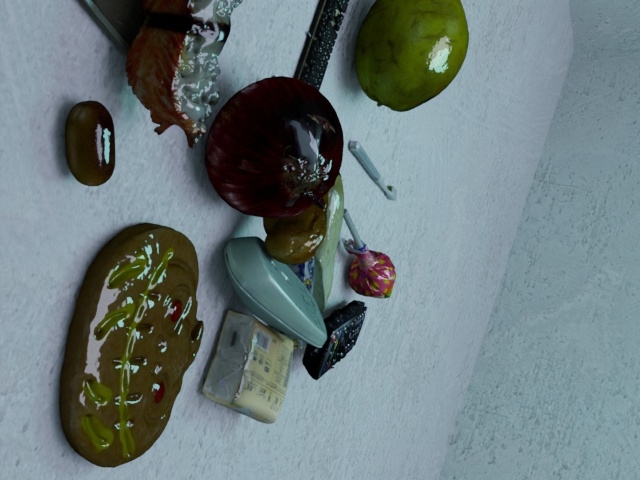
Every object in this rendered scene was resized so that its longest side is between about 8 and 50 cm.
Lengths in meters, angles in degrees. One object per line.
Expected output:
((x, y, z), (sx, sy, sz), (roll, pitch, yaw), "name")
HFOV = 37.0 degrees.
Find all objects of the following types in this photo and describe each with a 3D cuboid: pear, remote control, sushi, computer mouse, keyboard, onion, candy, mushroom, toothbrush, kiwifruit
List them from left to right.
((-0.327, -0.137, 1.361), (0.075, 0.075, 0.125), (-35, 127, -57), "kiwifruit")
((-0.197, -0.311, 1.420), (0.130, 0.124, 0.332), (13, 94, -53), "sushi")
((-0.094, -0.181, 1.726), (0.273, 0.285, 0.273), (-21, 139, -19), "onion")
((-0.094, 0.107, 1.851), (0.288, 0.097, 0.159), (51, 11, -40), "computer mouse")
((-0.002, 0.000, 2.098), (0.107, 0.087, 0.333), (-17, 118, -64), "mushroom")
((0.000, -0.411, 1.999), (0.106, 0.027, 0.317), (44, 61, -62), "keyboard")
((0.037, 0.216, 2.214), (0.399, 0.062, 0.145), (-14, 123, -76), "remote control")
((0.098, 0.025, 2.265), (0.365, 0.124, 0.124), (61, 46, -58), "candy")
((0.136, -0.170, 2.387), (0.342, 0.025, 0.030), (41, 56, -62), "toothbrush")
((0.209, -0.443, 2.167), (0.321, 0.269, 0.269), (-63, 153, -4), "pear")

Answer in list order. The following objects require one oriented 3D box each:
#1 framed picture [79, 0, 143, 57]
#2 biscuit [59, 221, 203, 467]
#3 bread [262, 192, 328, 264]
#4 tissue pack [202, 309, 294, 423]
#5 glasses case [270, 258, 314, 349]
((-0.263, -0.393, 1.405), (0.213, 0.016, 0.289), (-62, 150, -14), "framed picture")
((-0.286, 0.169, 1.573), (0.350, 0.070, 0.395), (-2, 102, -65), "biscuit")
((-0.048, -0.090, 1.883), (0.084, 0.124, 0.344), (108, -12, -47), "bread")
((-0.136, 0.255, 1.906), (0.222, 0.090, 0.186), (45, 57, -63), "tissue pack")
((-0.061, 0.110, 2.010), (0.065, 0.086, 0.248), (-38, 136, -61), "glasses case")
